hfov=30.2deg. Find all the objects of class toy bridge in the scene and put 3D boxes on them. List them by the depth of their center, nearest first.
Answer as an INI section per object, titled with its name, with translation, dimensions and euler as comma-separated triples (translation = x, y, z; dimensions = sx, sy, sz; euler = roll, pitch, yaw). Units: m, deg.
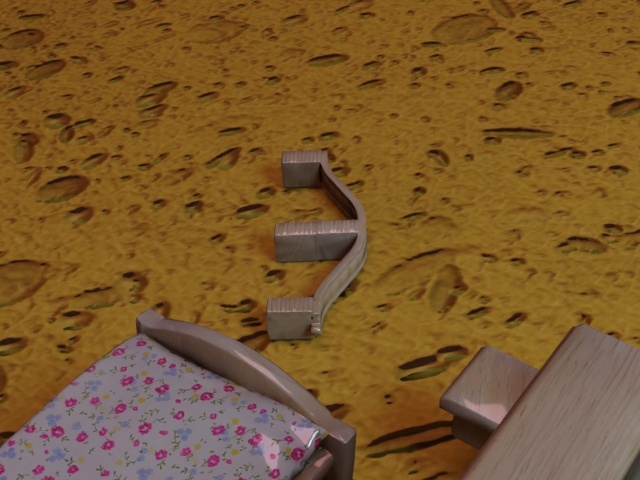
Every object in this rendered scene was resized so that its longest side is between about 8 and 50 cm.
[toy bridge]
translation = 0.000, 0.000, 0.809
dimensions = 0.063, 0.026, 0.188
euler = -2, 38, 3

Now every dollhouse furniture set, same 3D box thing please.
[dollhouse furniture set]
translation = -0.036, 0.064, 0.536
dimensions = 0.356, 0.173, 0.303
euler = 26, 46, 24

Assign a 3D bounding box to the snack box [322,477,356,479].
[snack box]
translation = -0.015, 0.174, 0.575
dimensions = 0.100, 0.037, 0.141
euler = 17, 43, 26
